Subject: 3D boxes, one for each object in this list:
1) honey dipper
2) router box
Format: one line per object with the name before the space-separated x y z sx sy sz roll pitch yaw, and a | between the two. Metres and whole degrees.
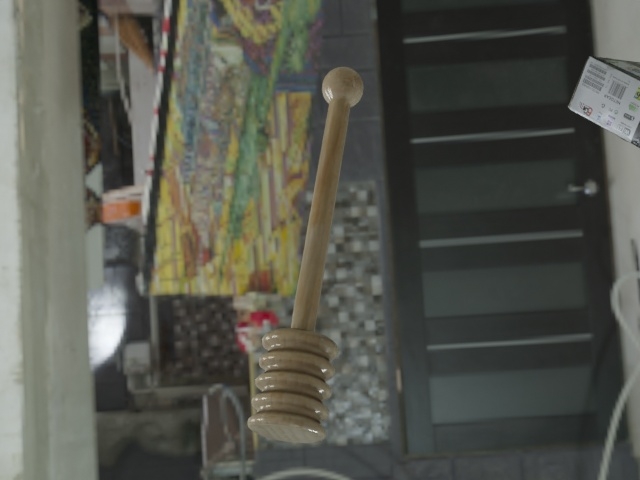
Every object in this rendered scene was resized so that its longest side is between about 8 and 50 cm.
honey dipper | 0.000 0.000 0.415 0.030 0.161 0.030 9 156 4
router box | 0.286 -0.074 0.724 0.133 0.046 0.179 -3 -149 -39
